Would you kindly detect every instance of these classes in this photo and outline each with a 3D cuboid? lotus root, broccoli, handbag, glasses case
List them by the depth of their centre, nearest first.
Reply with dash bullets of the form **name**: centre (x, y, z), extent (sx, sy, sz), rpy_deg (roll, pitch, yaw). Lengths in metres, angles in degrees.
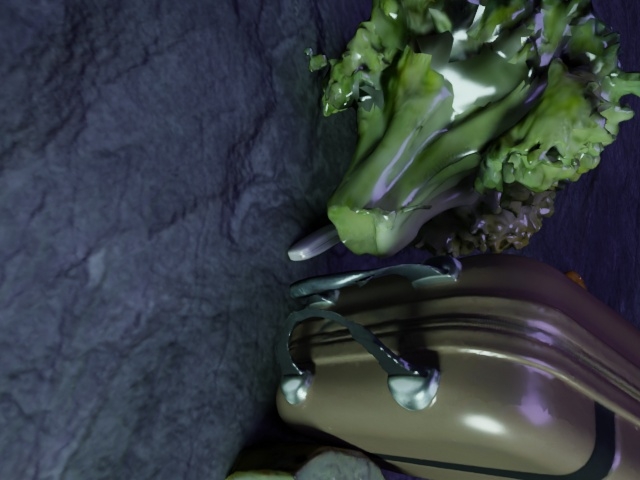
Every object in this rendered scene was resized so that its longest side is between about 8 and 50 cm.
- **handbag**: centre (0.086, 0.111, 0.434), extent (0.283, 0.302, 0.149), rpy_deg (37, 58, -27)
- **lotus root**: centre (-0.007, 0.291, 0.446), extent (0.138, 0.119, 0.234), rpy_deg (3, 82, -41)
- **broccoli**: centre (0.116, -0.106, 0.530), extent (0.293, 0.348, 0.281), rpy_deg (36, 63, 17)
- **glasses case**: centre (0.000, 0.000, 0.540), extent (0.083, 0.032, 0.021), rpy_deg (-31, 109, -41)

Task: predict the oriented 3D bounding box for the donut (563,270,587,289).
- **donut**: centre (0.419, 0.129, 0.884), extent (0.152, 0.058, 0.152), rpy_deg (4, 83, -41)
